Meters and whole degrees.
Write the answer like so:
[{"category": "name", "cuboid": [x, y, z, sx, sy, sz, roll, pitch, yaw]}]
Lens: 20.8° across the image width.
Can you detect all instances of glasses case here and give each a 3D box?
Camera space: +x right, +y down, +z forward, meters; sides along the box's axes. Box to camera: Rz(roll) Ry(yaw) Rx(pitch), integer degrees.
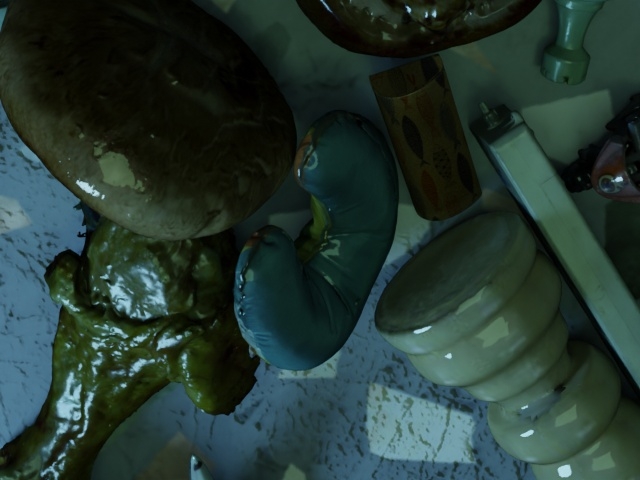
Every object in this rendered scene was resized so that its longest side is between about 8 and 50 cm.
[{"category": "glasses case", "cuboid": [0.096, -0.087, 1.540, 0.064, 0.041, 0.170, -18, 138, 4]}]

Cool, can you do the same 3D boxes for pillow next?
[{"category": "pillow", "cuboid": [0.000, 0.000, 1.513, 0.086, 0.214, 0.233, 20, 70, 22]}]

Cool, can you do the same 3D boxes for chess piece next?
[{"category": "chess piece", "cuboid": [0.203, 0.128, 1.601, 0.167, 0.167, 0.300, -38, 110, 10]}, {"category": "chess piece", "cuboid": [0.225, -0.192, 1.543, 0.067, 0.067, 0.103, 7, 115, -3]}]

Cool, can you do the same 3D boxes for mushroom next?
[{"category": "mushroom", "cuboid": [0.085, -0.270, 1.467, 0.253, 0.153, 0.253, -1, 109, -2]}, {"category": "mushroom", "cuboid": [-0.144, -0.125, 1.470, 0.278, 0.278, 0.146, 30, 133, -10]}]

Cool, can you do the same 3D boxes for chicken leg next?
[{"category": "chicken leg", "cuboid": [-0.166, 0.111, 1.595, 0.211, 0.140, 0.361, 24, 118, 10]}]

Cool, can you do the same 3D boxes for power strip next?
[{"category": "power strip", "cuboid": [0.241, 0.024, 1.584, 0.043, 0.106, 0.367, -33, 104, 2]}]

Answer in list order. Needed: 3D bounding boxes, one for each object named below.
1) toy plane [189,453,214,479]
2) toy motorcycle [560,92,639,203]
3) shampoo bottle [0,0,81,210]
[{"category": "toy plane", "cuboid": [-0.099, 0.269, 1.653, 0.160, 0.082, 0.234, -22, 124, -9]}, {"category": "toy motorcycle", "cuboid": [0.315, -0.092, 1.543, 0.212, 0.118, 0.084, -28, 100, 7]}, {"category": "shampoo bottle", "cuboid": [-0.239, -0.123, 1.557, 0.056, 0.056, 0.195, -16, 108, 4]}]
